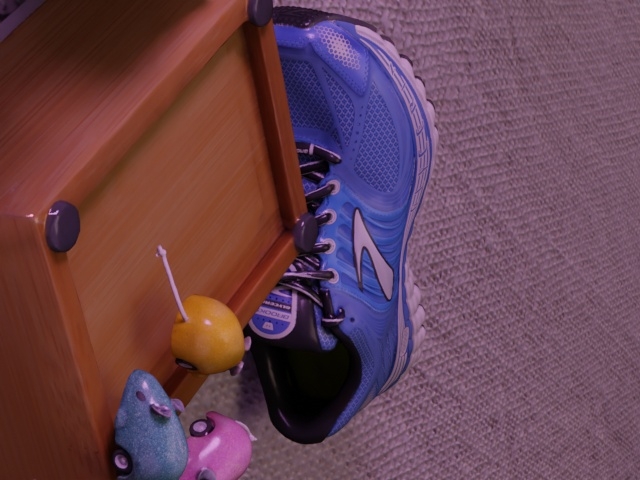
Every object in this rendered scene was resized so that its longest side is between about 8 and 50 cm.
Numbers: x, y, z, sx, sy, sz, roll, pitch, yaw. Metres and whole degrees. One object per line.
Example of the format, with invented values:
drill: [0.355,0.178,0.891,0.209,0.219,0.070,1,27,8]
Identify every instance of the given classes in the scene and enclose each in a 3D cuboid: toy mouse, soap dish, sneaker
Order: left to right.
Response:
soap dish: [-0.114,-0.014,1.000,0.291,0.118,0.229,-54,144,-44]
toy mouse: [-0.067,0.104,0.961,0.143,0.031,0.161,-69,153,-23]
sneaker: [0.000,0.000,1.234,0.147,0.129,0.330,-53,144,-48]
